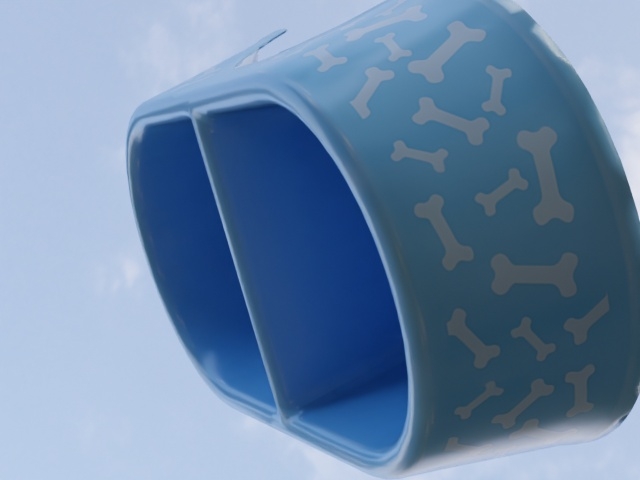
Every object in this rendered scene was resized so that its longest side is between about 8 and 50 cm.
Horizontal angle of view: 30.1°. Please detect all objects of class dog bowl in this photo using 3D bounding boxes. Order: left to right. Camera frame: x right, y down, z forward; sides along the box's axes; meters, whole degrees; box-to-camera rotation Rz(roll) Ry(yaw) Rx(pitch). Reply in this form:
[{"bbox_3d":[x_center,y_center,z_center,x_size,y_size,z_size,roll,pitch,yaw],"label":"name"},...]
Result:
[{"bbox_3d":[0.000,0.000,0.457,0.074,0.297,0.166,-19,-80,-23],"label":"dog bowl"}]
